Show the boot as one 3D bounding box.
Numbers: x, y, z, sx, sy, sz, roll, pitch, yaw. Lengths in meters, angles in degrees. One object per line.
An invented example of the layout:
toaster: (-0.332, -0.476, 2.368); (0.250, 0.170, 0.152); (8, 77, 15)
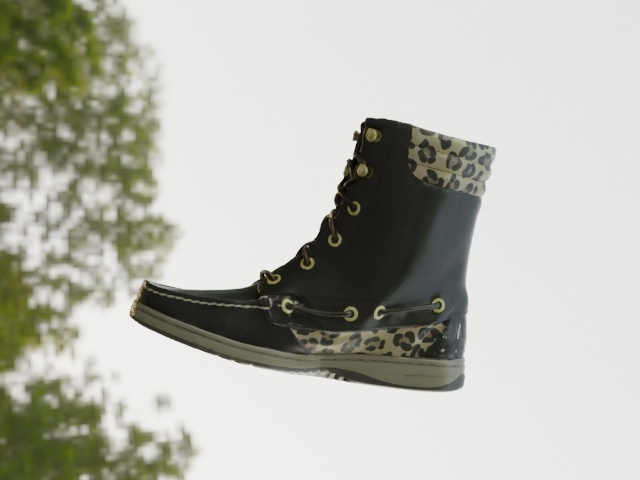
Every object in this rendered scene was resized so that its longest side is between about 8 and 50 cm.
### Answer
boot: (0.001, 0.000, 1.173); (0.085, 0.236, 0.179); (-153, -106, -75)
